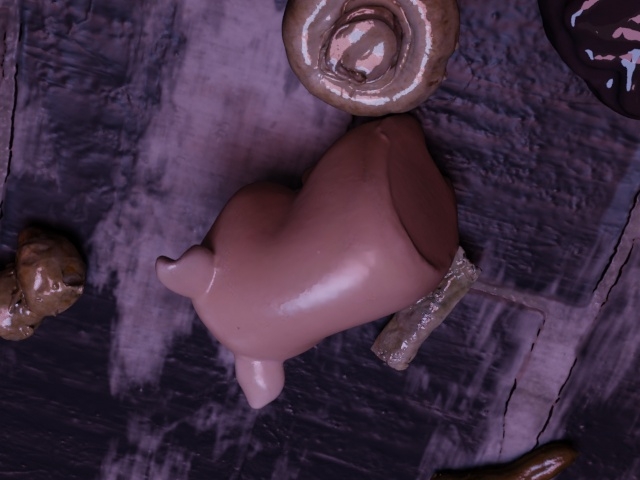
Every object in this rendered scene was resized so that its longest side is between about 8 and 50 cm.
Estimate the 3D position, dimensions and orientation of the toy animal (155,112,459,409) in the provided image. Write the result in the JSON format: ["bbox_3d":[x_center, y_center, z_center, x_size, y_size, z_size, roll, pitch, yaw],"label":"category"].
[{"bbox_3d":[-0.003,0.001,1.014,0.256,0.213,0.195,-26,117,19],"label":"toy animal"}]

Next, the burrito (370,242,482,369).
[{"bbox_3d":[0.115,0.073,1.136,0.051,0.042,0.171,43,114,17],"label":"burrito"}]

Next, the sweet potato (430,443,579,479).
[{"bbox_3d":[0.224,0.288,1.240,0.182,0.054,0.053,-20,124,14],"label":"sweet potato"}]

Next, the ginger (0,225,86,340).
[{"bbox_3d":[-0.349,0.065,1.168,0.204,0.080,0.104,-35,78,22],"label":"ginger"}]

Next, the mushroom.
[{"bbox_3d":[0.048,-0.191,0.951,0.166,0.127,0.166,1,125,1],"label":"mushroom"}]

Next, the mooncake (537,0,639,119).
[{"bbox_3d":[0.328,-0.230,0.890,0.283,0.141,0.283,2,121,3],"label":"mooncake"}]
